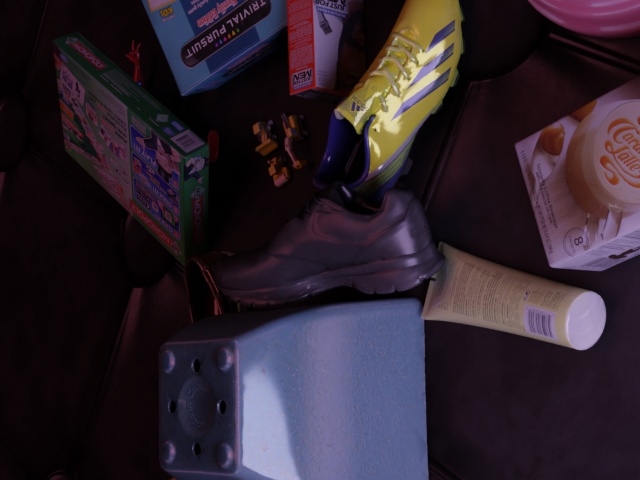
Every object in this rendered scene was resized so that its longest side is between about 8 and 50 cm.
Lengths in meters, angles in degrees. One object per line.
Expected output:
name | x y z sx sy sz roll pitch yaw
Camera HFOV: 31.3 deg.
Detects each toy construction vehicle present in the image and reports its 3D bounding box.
toy construction vehicle | -0.056 -0.128 1.531 0.086 0.035 0.098 -29 66 41

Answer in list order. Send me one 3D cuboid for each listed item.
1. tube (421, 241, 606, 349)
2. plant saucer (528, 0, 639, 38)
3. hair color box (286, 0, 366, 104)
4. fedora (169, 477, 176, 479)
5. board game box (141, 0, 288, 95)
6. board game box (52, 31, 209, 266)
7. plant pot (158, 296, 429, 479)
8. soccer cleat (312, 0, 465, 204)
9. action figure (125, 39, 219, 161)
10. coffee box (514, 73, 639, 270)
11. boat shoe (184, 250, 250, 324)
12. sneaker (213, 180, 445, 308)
tube | 0.199 0.062 1.235 0.240 0.070 0.062 13 139 52
plant saucer | 0.302 -0.375 1.147 0.332 0.084 0.332 -7 80 46
hair color box | 0.008 -0.262 1.437 0.053 0.093 0.167 -9 80 46
fedora | -0.152 0.352 1.550 0.194 0.079 0.194 -7 81 46
board game box | -0.156 -0.405 1.560 0.253 0.079 0.336 -24 89 42
board game box | -0.274 -0.133 1.645 0.317 0.046 0.214 41 146 29
plant pot | -0.050 0.193 1.336 0.247 0.252 0.247 -9 80 46
soccer cleat | 0.078 -0.171 1.332 0.093 0.121 0.289 38 112 42
action figure | -0.265 -0.209 1.707 0.280 0.091 0.139 25 126 45
coffee box | 0.322 -0.079 1.083 0.246 0.098 0.141 -30 65 40
boat shoe | -0.143 0.141 1.550 0.095 0.095 0.258 -25 68 42
sneaker | 0.000 0.000 1.328 0.286 0.109 0.130 -10 105 22
